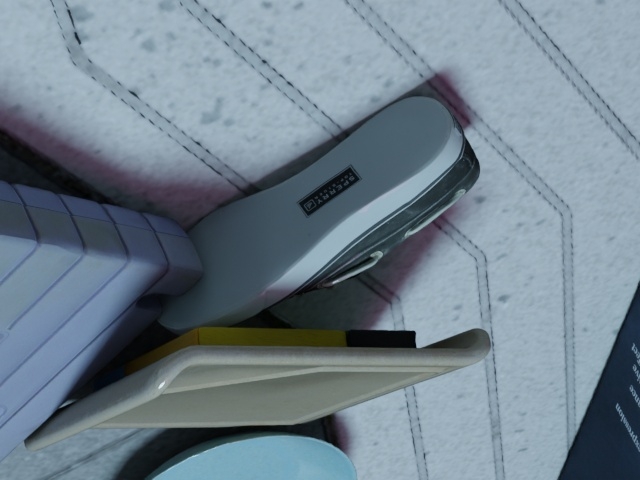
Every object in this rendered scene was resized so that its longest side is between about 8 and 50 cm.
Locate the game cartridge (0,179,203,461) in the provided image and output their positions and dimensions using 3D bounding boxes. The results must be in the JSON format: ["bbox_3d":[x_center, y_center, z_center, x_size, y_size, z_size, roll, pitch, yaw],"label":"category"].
[{"bbox_3d":[-0.261,0.094,0.948,0.355,0.068,0.230,-41,149,21],"label":"game cartridge"}]

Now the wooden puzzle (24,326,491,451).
[{"bbox_3d":[-0.045,0.088,1.039,0.238,0.044,0.221,-2,166,-32],"label":"wooden puzzle"}]

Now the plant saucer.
[{"bbox_3d":[-0.069,0.193,1.214,0.195,0.037,0.195,-14,140,-12],"label":"plant saucer"}]

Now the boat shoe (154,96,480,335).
[{"bbox_3d":[0.000,0.000,0.996,0.219,0.078,0.070,-31,140,7],"label":"boat shoe"}]

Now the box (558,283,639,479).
[{"bbox_3d":[0.351,0.245,1.283,0.212,0.293,0.395,-8,139,-19],"label":"box"}]
